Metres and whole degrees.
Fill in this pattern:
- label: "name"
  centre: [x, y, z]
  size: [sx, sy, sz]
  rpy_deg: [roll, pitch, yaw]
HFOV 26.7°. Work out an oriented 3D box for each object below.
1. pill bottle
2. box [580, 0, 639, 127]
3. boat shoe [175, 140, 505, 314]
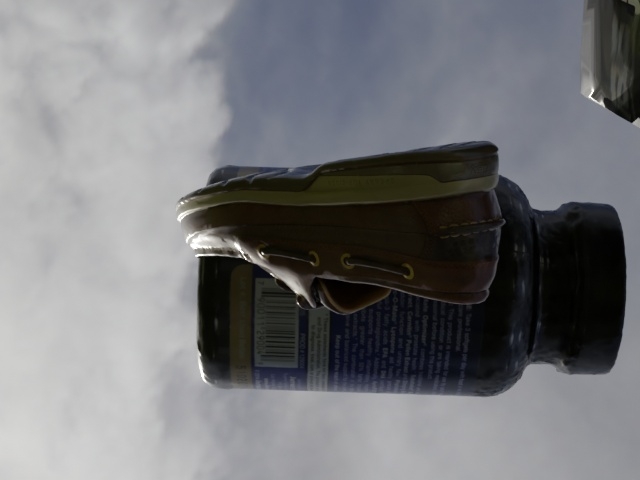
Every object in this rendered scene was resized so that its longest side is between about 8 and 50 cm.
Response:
- label: "pill bottle"
  centre: [0.047, 0.023, 0.728]
  size: [0.219, 0.123, 0.122]
  rpy_deg: [2, -98, 0]
- label: "box"
  centre: [0.317, -0.234, 0.626]
  size: [0.097, 0.395, 0.318]
  rpy_deg: [-135, -144, -55]
- label: "boat shoe"
  centre: [0.001, 0.000, 0.526]
  size: [0.178, 0.064, 0.060]
  rpy_deg: [-4, -85, 53]
